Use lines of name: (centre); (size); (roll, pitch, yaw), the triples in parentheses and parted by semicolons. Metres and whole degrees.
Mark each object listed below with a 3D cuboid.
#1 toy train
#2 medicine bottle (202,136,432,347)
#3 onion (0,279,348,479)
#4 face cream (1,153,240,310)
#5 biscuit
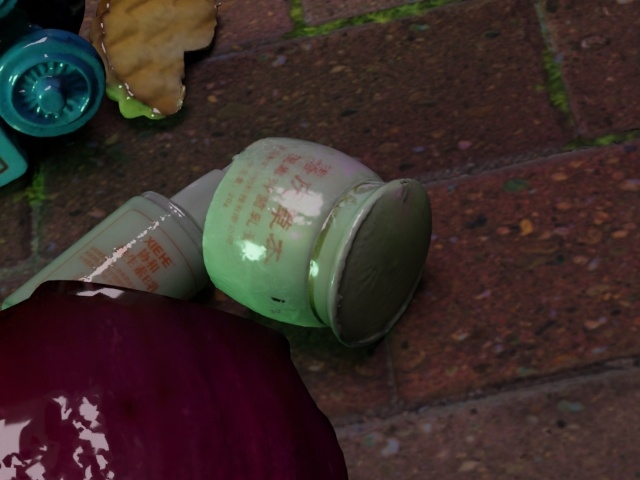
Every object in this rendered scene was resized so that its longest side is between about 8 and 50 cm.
toy train: (-0.352, -0.184, 1.533); (0.265, 0.300, 0.188); (-29, 43, 6)
medicine bottle: (0.000, 0.000, 1.357); (0.143, 0.147, 0.147); (21, 55, 30)
onion: (-0.171, 0.250, 1.040); (0.398, 0.398, 0.420); (-8, 66, 8)
face cream: (-0.144, 0.015, 1.418); (0.101, 0.101, 0.251); (30, 60, 37)
biscuit: (-0.172, -0.194, 1.658); (0.118, 0.061, 0.183); (32, 50, -11)
